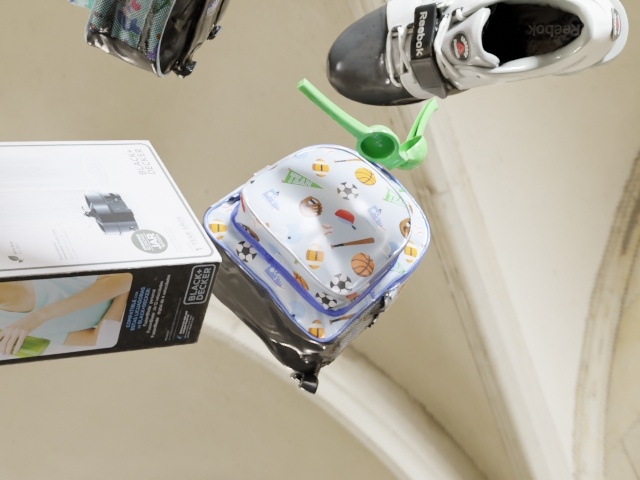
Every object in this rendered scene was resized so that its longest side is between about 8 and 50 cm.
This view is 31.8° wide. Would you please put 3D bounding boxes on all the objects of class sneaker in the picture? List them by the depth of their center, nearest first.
[{"bbox_3d":[0.143,-0.212,1.174,0.330,0.146,0.123,-8,-85,23],"label":"sneaker"}]

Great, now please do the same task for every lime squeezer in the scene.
[{"bbox_3d":[0.087,-0.146,1.451,0.058,0.110,0.310,-7,-3,37],"label":"lime squeezer"}]

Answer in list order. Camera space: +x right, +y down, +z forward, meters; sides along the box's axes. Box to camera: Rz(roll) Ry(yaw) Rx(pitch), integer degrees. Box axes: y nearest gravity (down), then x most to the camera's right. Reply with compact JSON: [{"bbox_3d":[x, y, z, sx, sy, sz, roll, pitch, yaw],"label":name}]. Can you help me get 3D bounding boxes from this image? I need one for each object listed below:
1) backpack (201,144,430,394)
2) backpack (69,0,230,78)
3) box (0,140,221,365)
[{"bbox_3d":[0.000,0.000,1.413,0.276,0.263,0.213,48,-41,6],"label":"backpack"},{"bbox_3d":[-0.164,-0.340,1.224,0.191,0.225,0.253,30,-49,-4],"label":"backpack"},{"bbox_3d":[-0.241,0.006,0.827,0.289,0.169,0.087,-4,-50,-33],"label":"box"}]
